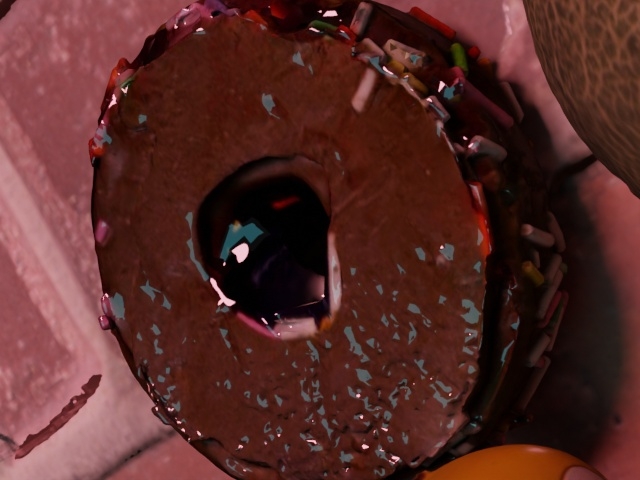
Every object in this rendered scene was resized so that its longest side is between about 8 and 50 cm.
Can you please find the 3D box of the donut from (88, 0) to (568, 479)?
[{"bbox_3d":[0.000,0.000,0.965,0.270,0.103,0.269,10,108,32],"label":"donut"}]

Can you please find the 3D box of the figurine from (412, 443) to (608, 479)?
[{"bbox_3d":[0.133,0.196,0.867,0.215,0.215,0.228,-16,82,38],"label":"figurine"}]

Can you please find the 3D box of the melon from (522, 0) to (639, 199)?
[{"bbox_3d":[0.191,-0.145,0.692,0.237,0.237,0.301,24,115,29],"label":"melon"}]
